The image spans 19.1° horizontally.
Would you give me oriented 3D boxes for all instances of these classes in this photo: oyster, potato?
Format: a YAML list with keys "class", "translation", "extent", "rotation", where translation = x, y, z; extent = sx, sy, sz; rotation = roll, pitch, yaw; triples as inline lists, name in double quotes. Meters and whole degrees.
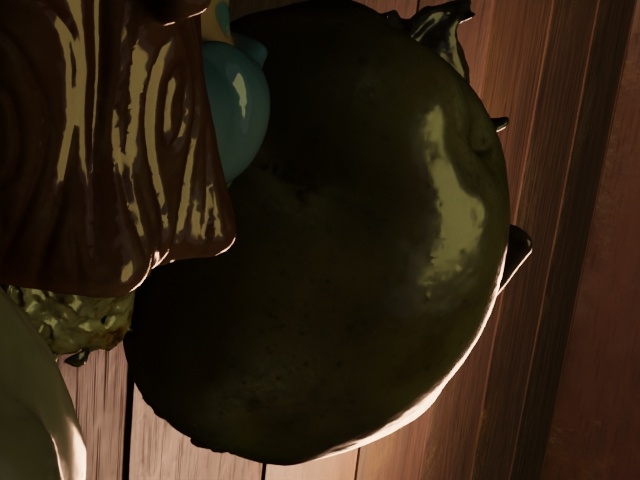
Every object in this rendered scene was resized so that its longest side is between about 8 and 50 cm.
- class: "oyster"
  translation: [-0.136, -0.002, 1.137]
  extent: [0.163, 0.081, 0.191]
  rotation: [-61, 148, -8]
- class: "potato"
  translation: [0.000, 0.000, 1.273]
  extent: [0.221, 0.243, 0.326]
  rotation: [-92, -167, -71]

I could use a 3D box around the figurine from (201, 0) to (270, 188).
- class: "figurine"
  translation: [-0.102, -0.128, 1.012]
  extent: [0.162, 0.143, 0.263]
  rotation: [-8, 95, -58]

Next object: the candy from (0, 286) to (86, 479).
- class: "candy"
  translation: [-0.231, 0.111, 0.706]
  extent: [0.295, 0.185, 0.295]
  rotation: [-28, 135, -32]

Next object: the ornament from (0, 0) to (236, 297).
- class: "ornament"
  translation: [-0.144, -0.115, 0.812]
  extent: [0.235, 0.221, 0.217]
  rotation: [-131, -138, -60]

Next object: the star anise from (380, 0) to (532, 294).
- class: "star anise"
  translation: [0.053, -0.058, 1.499]
  extent: [0.359, 0.139, 0.316]
  rotation: [133, -46, -58]
